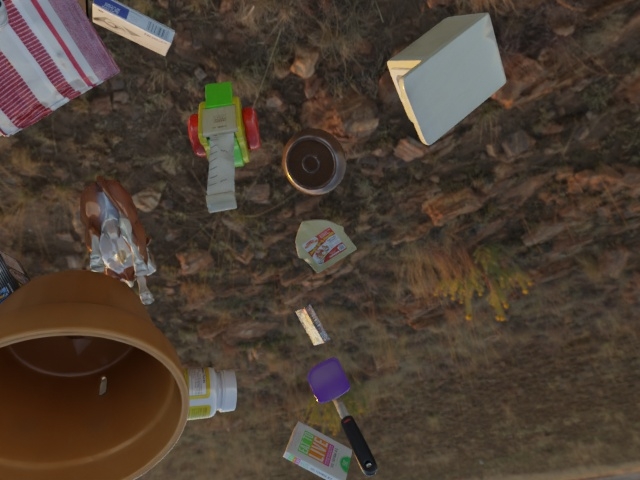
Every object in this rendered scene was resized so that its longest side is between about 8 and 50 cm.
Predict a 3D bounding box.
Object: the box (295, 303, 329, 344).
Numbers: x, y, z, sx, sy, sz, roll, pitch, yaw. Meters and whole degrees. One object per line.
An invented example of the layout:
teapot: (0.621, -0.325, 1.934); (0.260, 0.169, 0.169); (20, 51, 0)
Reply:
box: (-0.029, 0.290, 1.550); (0.027, 0.137, 0.094); (-28, 176, -28)

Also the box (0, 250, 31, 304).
box: (-0.600, 0.166, 0.795); (0.216, 0.270, 0.060); (-46, 146, -12)

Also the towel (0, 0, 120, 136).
towel: (-0.659, -0.421, 1.032); (0.037, 0.329, 0.237); (16, 142, 42)

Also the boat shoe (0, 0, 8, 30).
boat shoe: (-0.593, -0.358, 0.700); (0.184, 0.066, 0.063); (-13, 177, -36)

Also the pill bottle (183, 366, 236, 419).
pill bottle: (-0.313, 0.369, 1.084); (0.209, 0.119, 0.119); (2, 147, -21)

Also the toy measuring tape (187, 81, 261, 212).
toy measuring tape: (-0.144, -0.130, 0.697); (0.121, 0.330, 0.121); (-7, 137, -7)

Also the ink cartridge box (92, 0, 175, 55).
ink cartridge box: (-0.565, -0.637, 1.361); (0.223, 0.045, 0.224); (20, 179, -26)

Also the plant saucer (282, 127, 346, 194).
plant saucer: (-0.020, -0.193, 1.126); (0.168, 0.029, 0.168); (5, 110, 14)

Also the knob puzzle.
knob puzzle: (0.000, 0.000, 1.561); (0.213, 0.030, 0.213); (0, 119, 0)

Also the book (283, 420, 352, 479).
book: (-0.005, 0.487, 1.026); (0.144, 0.096, 0.035); (26, 111, 4)

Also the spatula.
spatula: (0.046, 0.354, 0.927); (0.084, 0.296, 0.030); (-24, 118, -7)

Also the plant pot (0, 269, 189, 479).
plant pot: (-0.340, 0.175, 0.612); (0.291, 0.203, 0.290); (-11, 122, -19)

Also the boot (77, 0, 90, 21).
boot: (-0.887, -0.791, 1.426); (0.281, 0.096, 0.264); (11, 124, -5)

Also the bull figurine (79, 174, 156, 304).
bull figurine: (-0.364, 0.023, 0.829); (0.101, 0.188, 0.310); (-17, 151, -16)

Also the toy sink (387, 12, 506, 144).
toy sink: (0.236, -0.328, 0.923); (0.234, 0.131, 0.152); (-41, 123, -10)
